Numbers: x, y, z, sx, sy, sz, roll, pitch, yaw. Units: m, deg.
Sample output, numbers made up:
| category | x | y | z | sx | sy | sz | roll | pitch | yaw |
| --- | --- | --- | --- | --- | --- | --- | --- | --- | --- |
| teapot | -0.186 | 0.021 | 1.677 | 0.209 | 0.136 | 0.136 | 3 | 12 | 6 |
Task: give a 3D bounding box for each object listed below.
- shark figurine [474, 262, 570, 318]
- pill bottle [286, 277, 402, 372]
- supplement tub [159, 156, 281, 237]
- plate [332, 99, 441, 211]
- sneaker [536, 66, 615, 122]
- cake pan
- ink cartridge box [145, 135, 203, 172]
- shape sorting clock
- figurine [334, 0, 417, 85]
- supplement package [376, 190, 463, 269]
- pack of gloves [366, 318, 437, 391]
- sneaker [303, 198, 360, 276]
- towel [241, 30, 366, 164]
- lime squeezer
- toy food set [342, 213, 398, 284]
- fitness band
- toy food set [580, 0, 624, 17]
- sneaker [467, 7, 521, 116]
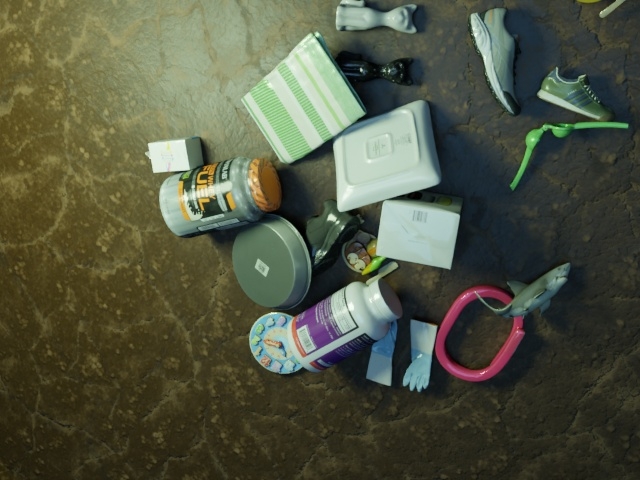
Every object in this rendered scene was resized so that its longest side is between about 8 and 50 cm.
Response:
| category | x | y | z | sx | sy | sz | roll | pitch | yaw |
| --- | --- | --- | --- | --- | --- | --- | --- | --- | --- |
| shark figurine | 0.525 | 0.147 | 1.552 | 0.116 | 0.278 | 0.166 | 51 | 153 | 37 |
| pill bottle | 0.071 | 0.240 | 1.683 | 0.322 | 0.181 | 0.182 | -32 | 95 | 22 |
| supplement tub | -0.284 | -0.128 | 1.675 | 0.315 | 0.193 | 0.194 | -13 | 102 | 19 |
| plate | 0.157 | -0.231 | 1.502 | 0.277 | 0.045 | 0.278 | -15 | 57 | 20 |
| sneaker | 0.632 | -0.357 | 1.406 | 0.192 | 0.064 | 0.086 | 25 | 116 | 12 |
| cake pan | -0.154 | 0.069 | 1.712 | 0.293 | 0.054 | 0.294 | 11 | 108 | 37 |
| ink cartridge box | -0.440 | -0.257 | 1.739 | 0.143 | 0.092 | 0.090 | -2 | 106 | 18 |
| shape sorting clock | -0.129 | 0.327 | 1.843 | 0.206 | 0.040 | 0.206 | 5 | 107 | 15 |
| figurine | 0.144 | -0.512 | 1.504 | 0.209 | 0.092 | 0.215 | 6 | 106 | 7 |
| supplement package | 0.267 | -0.039 | 1.532 | 0.194 | 0.203 | 0.149 | 11 | 109 | 13 |
| pack of gloves | 0.246 | 0.332 | 1.743 | 0.194 | 0.046 | 0.232 | 13 | 107 | 26 |
| sneaker | 0.000 | 0.000 | 1.687 | 0.130 | 0.109 | 0.286 | 51 | 121 | 23 |
| towel | -0.054 | -0.369 | 1.570 | 0.324 | 0.038 | 0.248 | -29 | 96 | 41 |
| lime squeezer | 0.585 | -0.245 | 1.440 | 0.310 | 0.058 | 0.110 | -31 | 75 | 34 |
| toy food set | 0.123 | 0.035 | 1.684 | 0.132 | 0.038 | 0.192 | -37 | 93 | 22 |
| fitness band | 0.451 | 0.264 | 1.651 | 0.208 | 0.054 | 0.291 | 29 | 110 | 10 |
| toy food set | 0.627 | -0.625 | 1.337 | 0.218 | 0.071 | 0.128 | 43 | 136 | 3 |
| sneaker | 0.448 | -0.437 | 1.423 | 0.107 | 0.100 | 0.272 | -18 | 100 | 15 |
